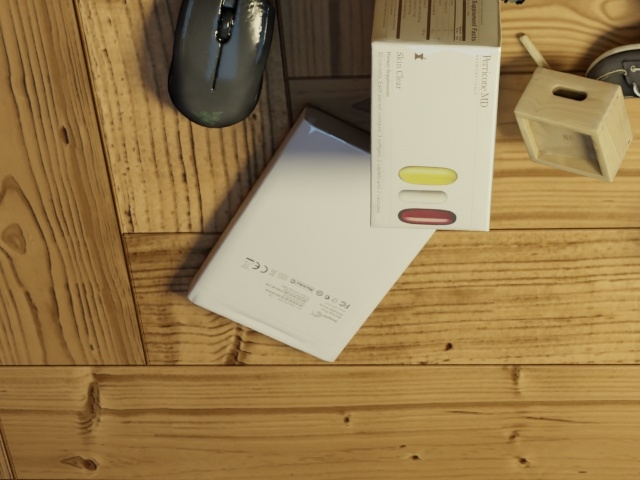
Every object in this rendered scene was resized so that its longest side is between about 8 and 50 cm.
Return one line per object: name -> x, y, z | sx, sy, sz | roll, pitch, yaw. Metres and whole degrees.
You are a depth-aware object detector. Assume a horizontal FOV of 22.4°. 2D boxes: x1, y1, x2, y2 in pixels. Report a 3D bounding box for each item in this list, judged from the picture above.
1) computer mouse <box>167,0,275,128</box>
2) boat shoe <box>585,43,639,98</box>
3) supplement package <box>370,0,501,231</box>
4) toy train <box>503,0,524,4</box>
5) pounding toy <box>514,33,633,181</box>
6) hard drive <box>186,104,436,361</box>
computer mouse -> -0.130, -0.237, 1.968 | 0.189, 0.072, 0.272 | 7, 130, -1
boat shoe -> 0.393, -0.191, 1.914 | 0.075, 0.065, 0.206 | 31, 152, -35
supplement package -> 0.135, -0.173, 1.908 | 0.145, 0.204, 0.261 | 1, 129, 4
toy train -> 0.277, -0.322, 1.879 | 0.158, 0.036, 0.027 | -28, 141, 24
pounding toy -> 0.298, -0.161, 1.962 | 0.141, 0.100, 0.130 | 18, 156, 28
hard drive -> 0.000, 0.000, 2.168 | 0.233, 0.047, 0.353 | 25, 128, -14
